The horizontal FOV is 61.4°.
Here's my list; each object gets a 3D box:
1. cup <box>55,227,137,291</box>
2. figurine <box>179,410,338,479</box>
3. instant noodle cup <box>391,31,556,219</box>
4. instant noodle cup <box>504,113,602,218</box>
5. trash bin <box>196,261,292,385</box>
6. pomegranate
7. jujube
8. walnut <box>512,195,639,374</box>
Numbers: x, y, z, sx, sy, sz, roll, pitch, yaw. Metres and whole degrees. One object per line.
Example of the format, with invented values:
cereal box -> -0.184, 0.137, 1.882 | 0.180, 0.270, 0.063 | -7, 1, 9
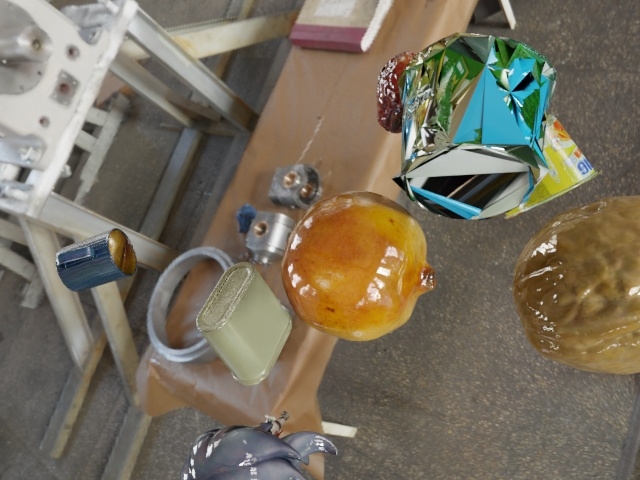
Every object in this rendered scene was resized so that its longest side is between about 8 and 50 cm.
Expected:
cup -> -0.515, 0.037, 1.213 | 0.138, 0.150, 0.114 | -18, 50, 7
figurine -> -0.102, 0.364, 0.861 | 0.197, 0.265, 0.175 | 37, 106, 36
instant noodle cup -> 0.216, -0.149, 0.778 | 0.240, 0.240, 0.178 | -7, 58, 31
instant noodle cup -> 0.435, -0.153, 1.100 | 0.204, 0.205, 0.153 | -30, 88, 19
trash bin -> -0.196, 0.219, 1.433 | 0.121, 0.248, 0.243 | 3, 47, 30
pomegranate -> 0.068, 0.042, 0.928 | 0.264, 0.264, 0.265 | -14, 63, 28
jujube -> 0.288, -0.528, 1.932 | 0.197, 0.290, 0.197 | 7, 46, -7
walnut -> 0.478, 0.076, 0.887 | 0.312, 0.252, 0.277 | -21, 64, 34
